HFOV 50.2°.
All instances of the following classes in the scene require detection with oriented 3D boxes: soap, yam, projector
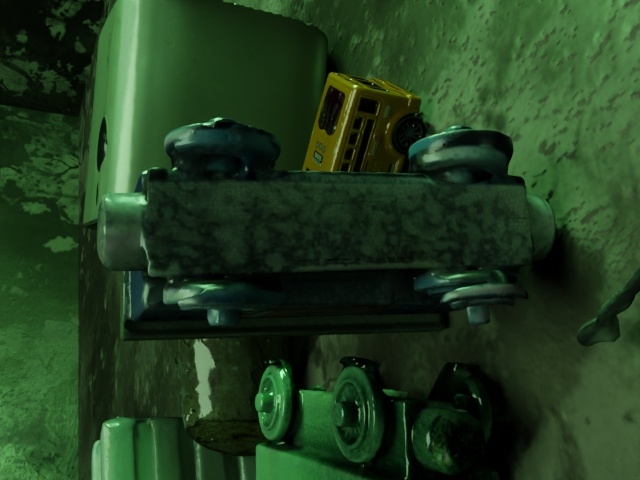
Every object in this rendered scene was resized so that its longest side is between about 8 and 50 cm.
[{"bbox_3d":[-0.154,0.386,0.801,0.115,0.208,0.347,124,141,-47],"label":"soap"},{"bbox_3d":[-0.105,0.124,0.830,0.154,0.153,0.255,-40,47,55],"label":"yam"},{"bbox_3d":[-0.141,-0.128,0.825,0.248,0.248,0.250,-4,82,64],"label":"projector"}]

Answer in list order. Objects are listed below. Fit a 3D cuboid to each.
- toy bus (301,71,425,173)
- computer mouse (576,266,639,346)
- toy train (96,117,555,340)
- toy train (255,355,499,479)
[{"bbox_3d":[0.026,-0.057,0.656,0.083,0.088,0.195,46,125,56],"label":"toy bus"},{"bbox_3d":[0.216,-0.046,0.262,0.379,0.090,0.167,110,-174,-51],"label":"computer mouse"},{"bbox_3d":[0.000,0.000,0.477,0.202,0.299,0.131,149,121,-68],"label":"toy train"},{"bbox_3d":[0.031,0.197,0.566,0.300,0.120,0.203,-18,72,62],"label":"toy train"}]
